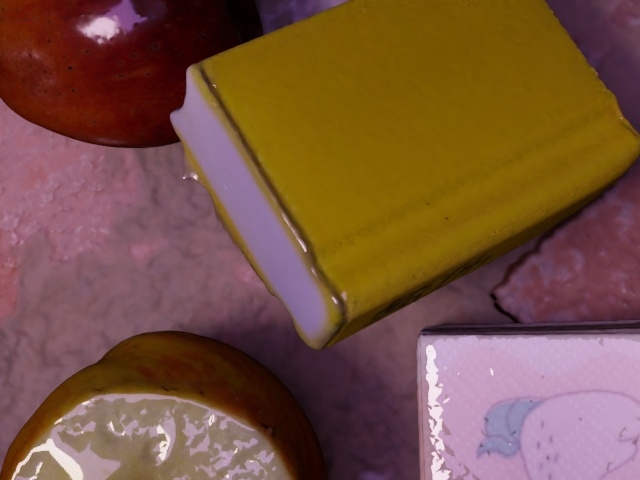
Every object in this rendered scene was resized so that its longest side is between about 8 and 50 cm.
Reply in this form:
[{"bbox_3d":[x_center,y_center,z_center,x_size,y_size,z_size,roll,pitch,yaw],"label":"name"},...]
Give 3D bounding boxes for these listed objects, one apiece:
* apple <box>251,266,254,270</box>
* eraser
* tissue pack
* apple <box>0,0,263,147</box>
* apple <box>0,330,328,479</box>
[{"bbox_3d":[0.000,0.000,0.795,0.089,0.089,0.074,13,79,11],"label":"apple"},{"bbox_3d":[0.048,-0.055,0.743,0.226,0.069,0.158,-26,78,-24],"label":"eraser"},{"bbox_3d":[0.143,0.209,0.766,0.170,0.071,0.326,-3,88,9],"label":"tissue pack"},{"bbox_3d":[-0.122,-0.130,0.797,0.158,0.147,0.156,-9,107,11],"label":"apple"},{"bbox_3d":[-0.084,0.152,0.767,0.173,0.160,0.195,35,96,14],"label":"apple"}]
